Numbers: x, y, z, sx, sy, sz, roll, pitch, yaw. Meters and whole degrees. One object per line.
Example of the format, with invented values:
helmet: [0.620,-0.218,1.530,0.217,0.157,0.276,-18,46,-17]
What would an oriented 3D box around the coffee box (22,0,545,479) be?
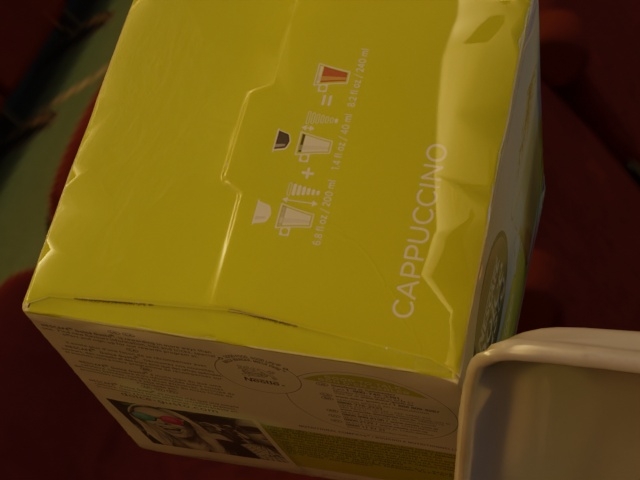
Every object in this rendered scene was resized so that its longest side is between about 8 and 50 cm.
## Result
coffee box: [0.000,0.000,1.107,0.338,0.334,0.338,8,65,14]

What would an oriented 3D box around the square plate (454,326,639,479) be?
square plate: [0.225,0.147,0.566,0.347,0.344,0.049,4,50,4]
